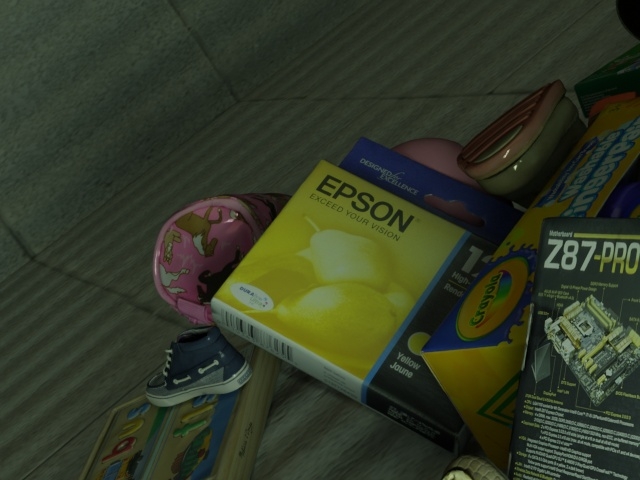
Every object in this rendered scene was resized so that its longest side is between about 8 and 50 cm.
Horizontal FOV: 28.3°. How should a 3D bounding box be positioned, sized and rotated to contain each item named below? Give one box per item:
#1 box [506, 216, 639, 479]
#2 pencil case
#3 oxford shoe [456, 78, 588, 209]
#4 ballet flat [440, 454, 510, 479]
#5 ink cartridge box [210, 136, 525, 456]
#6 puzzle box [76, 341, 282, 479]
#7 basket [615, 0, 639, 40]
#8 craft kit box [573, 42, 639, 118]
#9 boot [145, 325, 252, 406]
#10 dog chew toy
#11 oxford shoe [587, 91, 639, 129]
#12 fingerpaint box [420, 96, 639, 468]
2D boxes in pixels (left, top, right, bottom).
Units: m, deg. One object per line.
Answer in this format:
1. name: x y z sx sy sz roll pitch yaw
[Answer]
1. box: 0.276 0.145 0.832 0.097 0.318 0.395 8 -3 -29
2. pencil case: -0.090 0.022 1.699 0.160 0.167 0.386 -21 -5 14
3. oxford shoe: 0.265 -0.094 1.480 0.140 0.146 0.397 -36 -1 21
4. ballet flat: 0.129 0.267 0.905 0.084 0.058 0.249 -55 43 46
5. ink cartridge box: 0.092 0.034 1.382 0.304 0.072 0.307 27 64 19
6. puzzle box: -0.201 0.291 1.596 0.272 0.052 0.409 -28 20 19
7. basket: 0.575 -0.405 1.899 0.204 0.154 0.227 -12 24 43
8. craft kit box: 0.506 -0.252 1.697 0.250 0.061 0.247 -12 13 47
9. boot: -0.177 0.159 1.664 0.190 0.086 0.069 -18 25 39
10. dog chew toy: 0.080 0.028 1.580 0.332 0.206 0.206 -42 19 1
11. oxford shoe: 0.442 -0.140 1.579 0.271 0.097 0.098 -18 42 52
12. fingerpaint box: 0.365 0.006 1.198 0.371 0.163 0.445 -11 29 48
